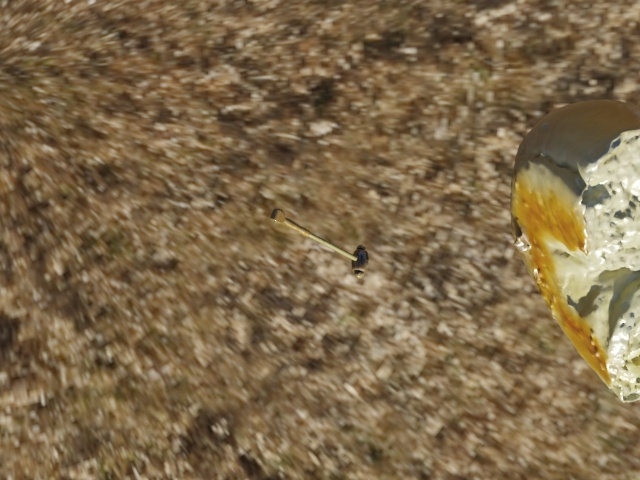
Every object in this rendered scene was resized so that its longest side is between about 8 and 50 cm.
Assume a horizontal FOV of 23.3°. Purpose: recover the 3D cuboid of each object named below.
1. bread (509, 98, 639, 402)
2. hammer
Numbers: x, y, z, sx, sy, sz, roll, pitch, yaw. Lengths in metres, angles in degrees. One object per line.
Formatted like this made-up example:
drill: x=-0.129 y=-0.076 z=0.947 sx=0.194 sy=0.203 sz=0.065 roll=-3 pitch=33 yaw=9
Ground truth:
bread: x=0.274 y=-0.006 z=1.448 sx=0.171 sy=0.192 sz=0.314 roll=-30 pitch=122 yaw=-15
hammer: x=0.000 y=0.000 z=1.215 sx=0.123 sy=0.014 sz=0.029 roll=28 pitch=57 yaw=-48
